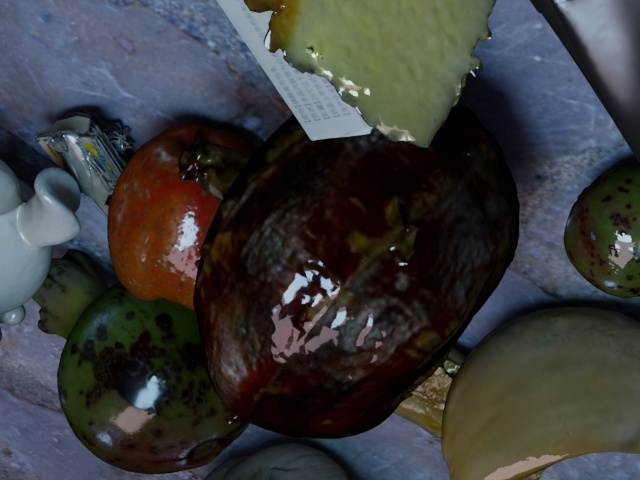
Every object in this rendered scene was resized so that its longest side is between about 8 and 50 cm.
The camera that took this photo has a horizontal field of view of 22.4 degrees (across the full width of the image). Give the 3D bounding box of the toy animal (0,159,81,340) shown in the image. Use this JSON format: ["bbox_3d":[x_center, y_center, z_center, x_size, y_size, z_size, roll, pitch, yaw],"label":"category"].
[{"bbox_3d":[-0.381,0.042,1.688,0.183,0.310,0.247,38,173,-12],"label":"toy animal"}]

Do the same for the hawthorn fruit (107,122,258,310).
[{"bbox_3d":[-0.124,-0.023,1.607,0.189,0.189,0.189,15,142,12],"label":"hawthorn fruit"}]

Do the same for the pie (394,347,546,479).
[{"bbox_3d":[0.158,0.177,1.768,0.282,0.068,0.128,30,131,-9],"label":"pie"}]

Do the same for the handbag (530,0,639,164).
[{"bbox_3d":[0.307,-0.183,1.226,0.257,0.113,0.285,47,144,-19],"label":"handbag"}]

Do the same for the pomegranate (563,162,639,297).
[{"bbox_3d":[0.280,-0.004,1.439,0.130,0.130,0.130,15,142,12],"label":"pomegranate"}]

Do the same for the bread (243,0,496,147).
[{"bbox_3d":[0.024,-0.331,1.031,0.345,0.405,0.242,23,155,-19],"label":"bread"}]

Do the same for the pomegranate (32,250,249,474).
[{"bbox_3d":[-0.187,0.119,1.803,0.242,0.306,0.242,-14,128,-19],"label":"pomegranate"}]

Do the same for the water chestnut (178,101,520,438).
[{"bbox_3d":[0.000,0.000,1.420,0.302,0.350,0.350,39,144,9],"label":"water chestnut"}]

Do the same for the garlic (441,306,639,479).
[{"bbox_3d":[0.280,0.166,1.597,0.338,0.196,0.151,-11,146,34],"label":"garlic"}]

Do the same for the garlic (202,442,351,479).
[{"bbox_3d":[-0.057,0.405,1.990,0.241,0.322,0.322,9,149,-24],"label":"garlic"}]

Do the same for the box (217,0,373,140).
[{"bbox_3d":[-0.030,-0.267,1.231,0.065,0.200,0.343,-6,134,37],"label":"box"}]

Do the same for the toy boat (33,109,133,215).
[{"bbox_3d":[-0.215,-0.055,1.695,0.084,0.066,0.210,-2,136,32],"label":"toy boat"}]
